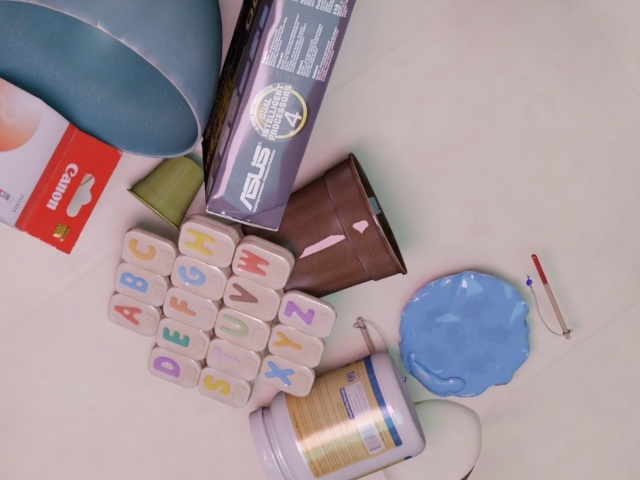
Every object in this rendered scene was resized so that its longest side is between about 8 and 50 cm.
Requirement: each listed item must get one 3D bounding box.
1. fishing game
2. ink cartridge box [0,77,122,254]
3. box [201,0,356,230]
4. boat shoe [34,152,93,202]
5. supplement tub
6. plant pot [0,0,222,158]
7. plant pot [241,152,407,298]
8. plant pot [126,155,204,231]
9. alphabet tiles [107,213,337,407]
[{"bbox_3d":[0.193,0.124,2.054,0.264,0.041,0.189,-24,112,7],"label":"fishing game"},{"bbox_3d":[-0.336,-0.086,1.772,0.179,0.045,0.145,27,75,-6],"label":"ink cartridge box"},{"bbox_3d":[-0.036,-0.241,1.731,0.097,0.318,0.395,16,106,-12],"label":"box"},{"bbox_3d":[-0.420,-0.097,1.822,0.302,0.109,0.098,-4,111,-4],"label":"boat shoe"},{"bbox_3d":[0.022,0.242,1.997,0.200,0.144,0.144,-22,112,5],"label":"supplement tub"},{"bbox_3d":[-0.225,-0.254,1.738,0.290,0.290,0.195,34,66,-20],"label":"plant pot"},{"bbox_3d":[0.000,0.000,1.913,0.165,0.167,0.167,-25,112,5],"label":"plant pot"},{"bbox_3d":[-0.182,-0.067,1.897,0.083,0.083,0.079,39,86,-20],"label":"plant pot"},{"bbox_3d":[-0.127,0.094,1.905,0.278,0.021,0.284,22,132,4],"label":"alphabet tiles"}]
